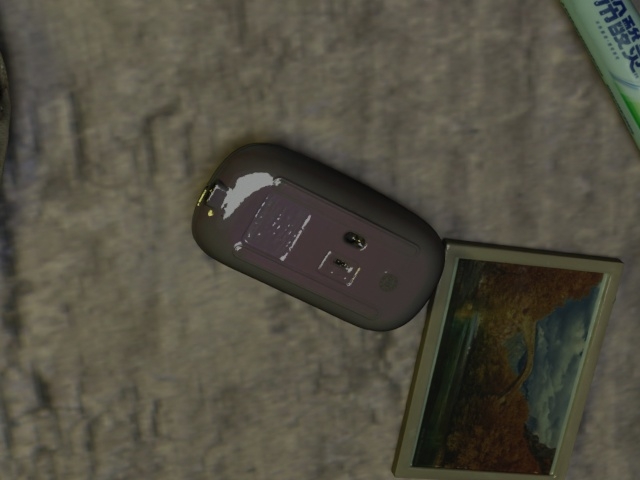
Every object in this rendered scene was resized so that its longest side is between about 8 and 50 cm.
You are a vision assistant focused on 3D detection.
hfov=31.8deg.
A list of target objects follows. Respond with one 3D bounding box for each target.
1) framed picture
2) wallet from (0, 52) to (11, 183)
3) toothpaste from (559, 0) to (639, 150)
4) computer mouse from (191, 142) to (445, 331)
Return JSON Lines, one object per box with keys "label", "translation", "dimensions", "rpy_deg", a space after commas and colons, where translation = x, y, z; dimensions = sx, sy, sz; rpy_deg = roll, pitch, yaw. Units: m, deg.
{"label": "framed picture", "translation": [0.179, 0.125, 1.087], "dimensions": [0.184, 0.016, 0.250], "rpy_deg": [7, 109, -13]}
{"label": "wallet", "translation": [-0.388, -0.073, 0.877], "dimensions": [0.275, 0.068, 0.335], "rpy_deg": [13, 114, -12]}
{"label": "toothpaste", "translation": [0.278, -0.146, 0.991], "dimensions": [0.075, 0.048, 0.297], "rpy_deg": [-38, 117, 1]}
{"label": "computer mouse", "translation": [0.000, 0.000, 0.982], "dimensions": [0.232, 0.057, 0.120], "rpy_deg": [25, 104, -21]}
